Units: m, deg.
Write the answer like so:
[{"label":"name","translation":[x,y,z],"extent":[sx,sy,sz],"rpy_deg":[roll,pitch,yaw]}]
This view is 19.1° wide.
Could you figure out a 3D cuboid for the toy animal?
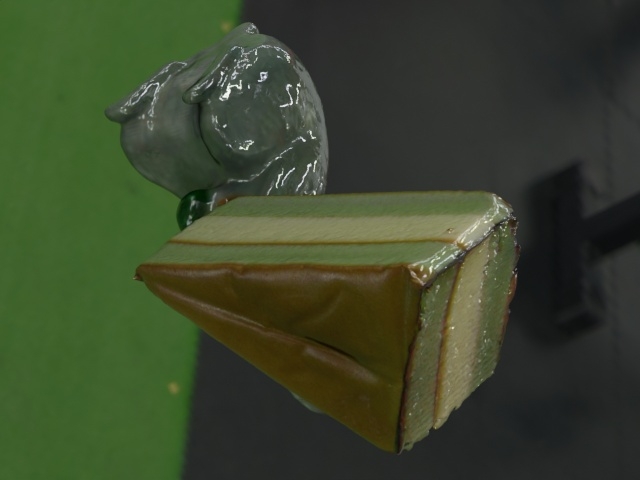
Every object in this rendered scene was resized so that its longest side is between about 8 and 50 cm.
[{"label":"toy animal","translation":[-0.018,-0.013,1.129],"extent":[0.236,0.108,0.138],"rpy_deg":[52,52,-15]}]

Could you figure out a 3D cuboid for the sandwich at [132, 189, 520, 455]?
[{"label":"sandwich","translation":[0.000,0.000,0.835],"extent":[0.163,0.113,0.079],"rpy_deg":[34,49,25]}]
